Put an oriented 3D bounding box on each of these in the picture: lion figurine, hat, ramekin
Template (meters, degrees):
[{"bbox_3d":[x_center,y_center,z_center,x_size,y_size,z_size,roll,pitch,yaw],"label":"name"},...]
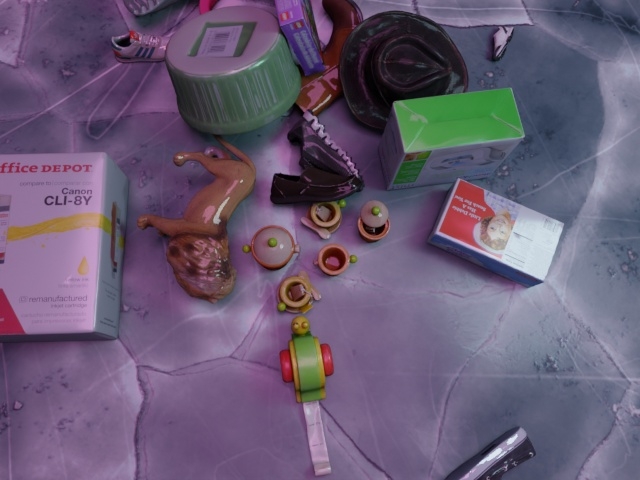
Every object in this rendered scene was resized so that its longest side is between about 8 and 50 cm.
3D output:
[{"bbox_3d":[-0.235,-0.073,1.196,0.240,0.142,0.392,19,81,23],"label":"lion figurine"},{"bbox_3d":[0.215,-0.406,1.285,0.331,0.134,0.331,0,91,-11],"label":"hat"},{"bbox_3d":[-0.204,-0.399,1.247,0.303,0.148,0.303,-5,53,7],"label":"ramekin"}]

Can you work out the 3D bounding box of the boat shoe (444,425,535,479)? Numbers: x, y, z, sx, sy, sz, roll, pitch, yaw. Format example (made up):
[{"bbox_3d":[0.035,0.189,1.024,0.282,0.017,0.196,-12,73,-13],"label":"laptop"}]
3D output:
[{"bbox_3d":[0.350,0.479,1.126,0.228,0.080,0.076,-30,76,-18],"label":"boat shoe"}]

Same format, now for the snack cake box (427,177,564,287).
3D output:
[{"bbox_3d":[0.400,-0.016,1.257,0.264,0.089,0.152,25,76,4],"label":"snack cake box"}]

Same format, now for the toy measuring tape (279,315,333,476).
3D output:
[{"bbox_3d":[-0.020,0.318,1.129,0.121,0.121,0.330,-8,75,-5],"label":"toy measuring tape"}]

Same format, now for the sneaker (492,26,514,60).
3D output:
[{"bbox_3d":[0.469,-0.517,1.431,0.043,0.040,0.109,21,70,20],"label":"sneaker"}]

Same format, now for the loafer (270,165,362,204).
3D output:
[{"bbox_3d":[-0.016,-0.130,1.236,0.220,0.080,0.078,-5,109,13],"label":"loafer"}]

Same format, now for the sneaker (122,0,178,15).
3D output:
[{"bbox_3d":[-0.376,-0.663,1.385,0.281,0.115,0.105,-30,111,-9],"label":"sneaker"}]

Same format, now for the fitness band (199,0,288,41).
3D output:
[{"bbox_3d":[-0.166,-0.603,1.411,0.290,0.054,0.209,-12,75,-7],"label":"fitness band"}]

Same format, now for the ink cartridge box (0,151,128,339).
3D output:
[{"bbox_3d":[-0.580,0.015,1.160,0.279,0.160,0.385,-1,74,-3],"label":"ink cartridge box"}]

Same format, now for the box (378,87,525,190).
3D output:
[{"bbox_3d":[0.281,-0.224,1.234,0.261,0.231,0.127,-8,75,-5],"label":"box"}]

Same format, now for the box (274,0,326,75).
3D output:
[{"bbox_3d":[-0.062,-0.564,1.269,0.057,0.201,0.293,-15,72,11],"label":"box"}]

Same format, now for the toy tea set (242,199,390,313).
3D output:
[{"bbox_3d":[0.000,0.000,1.213,0.336,0.124,0.200,-39,80,-12],"label":"toy tea set"}]

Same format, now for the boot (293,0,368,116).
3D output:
[{"bbox_3d":[-0.001,-0.468,1.382,0.280,0.096,0.264,-35,86,-4],"label":"boot"}]

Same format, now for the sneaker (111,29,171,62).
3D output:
[{"bbox_3d":[-0.439,-0.486,1.352,0.161,0.075,0.057,-8,75,-5],"label":"sneaker"}]

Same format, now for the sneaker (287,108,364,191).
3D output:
[{"bbox_3d":[0.006,-0.193,1.296,0.106,0.078,0.234,-38,85,1],"label":"sneaker"}]
